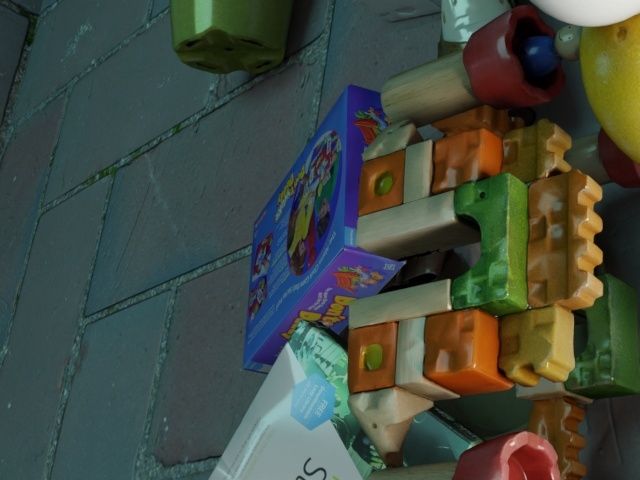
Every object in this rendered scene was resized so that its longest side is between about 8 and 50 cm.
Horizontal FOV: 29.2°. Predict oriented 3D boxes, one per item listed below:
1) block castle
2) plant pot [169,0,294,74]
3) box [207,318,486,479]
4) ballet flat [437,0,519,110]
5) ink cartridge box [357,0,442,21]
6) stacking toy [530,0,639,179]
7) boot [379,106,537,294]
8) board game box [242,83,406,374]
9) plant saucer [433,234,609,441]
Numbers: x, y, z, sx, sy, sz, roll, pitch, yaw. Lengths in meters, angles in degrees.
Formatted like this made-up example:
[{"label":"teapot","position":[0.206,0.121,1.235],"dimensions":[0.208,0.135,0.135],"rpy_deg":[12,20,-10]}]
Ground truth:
[{"label":"block castle","position":[0.205,0.051,1.058],"dimensions":[0.213,0.303,0.453],"rpy_deg":[-16,60,42]},{"label":"plant pot","position":[-0.144,-0.416,2.000],"dimensions":[0.276,0.276,0.254],"rpy_deg":[-14,69,52]},{"label":"box","position":[0.048,0.263,1.284],"dimensions":[0.322,0.058,0.232],"rpy_deg":[33,99,28]},{"label":"ballet flat","position":[0.184,-0.267,1.421],"dimensions":[0.116,0.124,0.342],"rpy_deg":[-13,29,15]},{"label":"ink cartridge box","position":[0.135,-0.418,1.726],"dimensions":[0.140,0.082,0.190],"rpy_deg":[2,70,56]},{"label":"stacking toy","position":[0.306,-0.125,0.897],"dimensions":[0.350,0.480,0.350],"rpy_deg":[-34,43,41]},{"label":"boot","position":[0.159,-0.047,1.425],"dimensions":[0.248,0.090,0.207],"rpy_deg":[-36,35,55]},{"label":"board game box","position":[0.000,0.000,1.553],"dimensions":[0.347,0.078,0.233],"rpy_deg":[129,150,-54]},{"label":"plant saucer","position":[0.207,0.089,1.318],"dimensions":[0.278,0.041,0.278],"rpy_deg":[-34,45,41]}]
